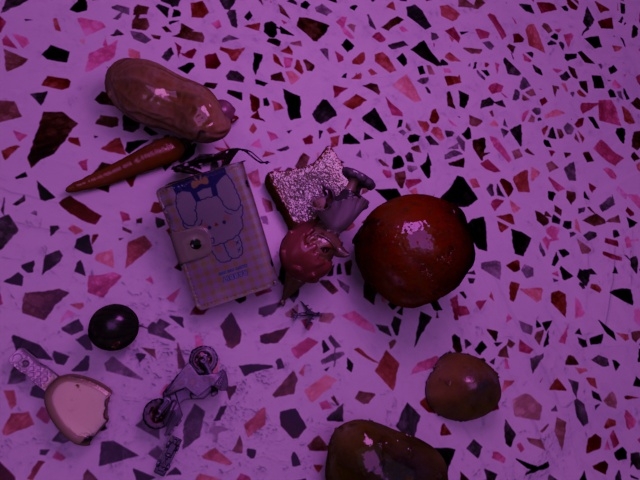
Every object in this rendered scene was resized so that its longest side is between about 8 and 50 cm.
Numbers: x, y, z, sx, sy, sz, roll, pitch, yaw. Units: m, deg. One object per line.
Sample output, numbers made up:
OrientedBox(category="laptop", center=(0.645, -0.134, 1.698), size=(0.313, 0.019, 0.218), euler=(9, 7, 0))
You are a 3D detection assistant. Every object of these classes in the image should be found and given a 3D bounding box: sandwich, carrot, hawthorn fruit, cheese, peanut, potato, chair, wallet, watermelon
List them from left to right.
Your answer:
OrientedBox(category="cheese", center=(-0.562, 0.322, 1.180), size=(0.255, 0.050, 0.127), euler=(41, 67, -1))
OrientedBox(category="watermelon", center=(-0.451, 0.195, 1.224), size=(0.133, 0.105, 0.105), euler=(1, 73, -15))
OrientedBox(category="carrot", center=(-0.472, -0.187, 1.369), size=(0.336, 0.069, 0.069), euler=(-29, 83, -20))
OrientedBox(category="peanut", center=(-0.383, -0.353, 1.380), size=(0.339, 0.174, 0.158), euler=(18, 90, -7))
OrientedBox(category="chair", center=(-0.254, -0.182, 1.373), size=(0.213, 0.174, 0.149), euler=(26, 97, -5))
OrientedBox(category="wallet", center=(-0.239, -0.011, 1.296), size=(0.223, 0.077, 0.310), euler=(-17, 100, 1))
OrientedBox(category="sandwich", center=(-0.024, -0.138, 1.481), size=(0.214, 0.065, 0.186), euler=(-24, 81, -21))
OrientedBox(category="potato", center=(0.153, 0.536, 1.257), size=(0.307, 0.173, 0.210), euler=(15, 67, -8))
OrientedBox(category="hawthorn fruit", center=(0.244, 0.020, 1.395), size=(0.315, 0.316, 0.316), euler=(5, 71, -15))
OrientedBox(category="potato", center=(0.387, 0.378, 1.411), size=(0.202, 0.117, 0.182), euler=(8, 74, -15))

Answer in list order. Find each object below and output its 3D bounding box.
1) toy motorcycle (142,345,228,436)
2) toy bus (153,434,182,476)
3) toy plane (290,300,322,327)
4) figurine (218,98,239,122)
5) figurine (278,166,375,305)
OrientedBox(category="toy motorcycle", center=(-0.297, 0.349, 1.239), size=(0.122, 0.080, 0.215), euler=(39, 71, 1))
OrientedBox(category="toy bus", center=(-0.338, 0.475, 1.204), size=(0.031, 0.037, 0.083), euler=(28, 68, -7))
OrientedBox(category="toy plane", center=(-0.033, 0.189, 1.394), size=(0.084, 0.024, 0.078), euler=(-1, 55, -17))
OrientedBox(category="figurine", center=(-0.265, -0.347, 1.478), size=(0.083, 0.067, 0.071), euler=(-39, 107, -39))
OrientedBox(category="figurine", center=(0.000, 0.000, 1.347), size=(0.166, 0.207, 0.387), euler=(31, 90, 14))
